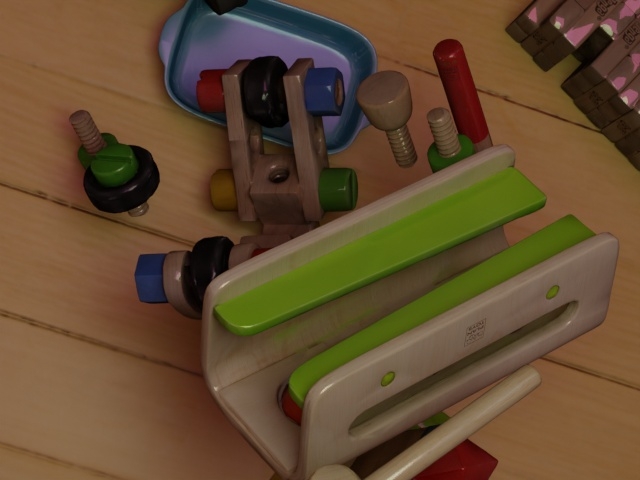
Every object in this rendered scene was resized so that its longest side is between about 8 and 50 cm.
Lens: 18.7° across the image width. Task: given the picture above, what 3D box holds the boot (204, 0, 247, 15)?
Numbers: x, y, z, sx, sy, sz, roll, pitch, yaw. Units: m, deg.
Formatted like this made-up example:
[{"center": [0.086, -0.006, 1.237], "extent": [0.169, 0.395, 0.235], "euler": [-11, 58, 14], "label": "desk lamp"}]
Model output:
[{"center": [0.034, -0.430, 1.551], "extent": [0.445, 0.146, 0.367], "euler": [-25, 83, -4], "label": "boot"}]

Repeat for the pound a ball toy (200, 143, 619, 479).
[{"center": [0.067, 0.090, 1.330], "extent": [0.319, 0.136, 0.208], "euler": [-26, 52, -28], "label": "pound a ball toy"}]

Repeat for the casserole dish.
[{"center": [-0.042, -0.136, 1.595], "extent": [0.188, 0.037, 0.114], "euler": [17, 80, -8], "label": "casserole dish"}]

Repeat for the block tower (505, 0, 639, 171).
[{"center": [0.309, -0.093, 1.631], "extent": [0.335, 0.091, 0.097], "euler": [45, 77, -2], "label": "block tower"}]

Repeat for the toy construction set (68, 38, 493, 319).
[{"center": [0.000, 0.000, 1.515], "extent": [0.308, 0.237, 0.257], "euler": [-22, 42, 2], "label": "toy construction set"}]

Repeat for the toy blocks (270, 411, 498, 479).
[{"center": [0.026, 0.284, 1.434], "extent": [0.190, 0.261, 0.381], "euler": [35, 78, -5], "label": "toy blocks"}]
